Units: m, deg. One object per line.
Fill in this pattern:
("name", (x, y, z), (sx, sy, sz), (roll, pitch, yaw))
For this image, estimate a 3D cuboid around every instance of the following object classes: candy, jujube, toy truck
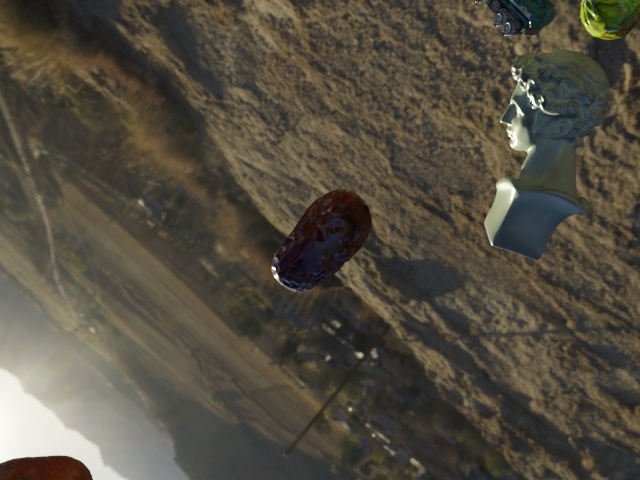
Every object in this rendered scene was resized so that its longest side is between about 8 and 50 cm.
("candy", (0.326, -0.371, 0.847), (0.262, 0.077, 0.073), (39, -169, -5))
("jujube", (0.000, 0.000, 0.691), (0.077, 0.129, 0.077), (44, 169, 11))
("toy truck", (0.181, -0.224, 0.588), (0.083, 0.039, 0.044), (62, 145, 29))

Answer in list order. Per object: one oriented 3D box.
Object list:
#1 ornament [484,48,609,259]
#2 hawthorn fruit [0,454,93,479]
("ornament", (0.308, -0.111, 0.856), (0.120, 0.130, 0.286), (-99, 12, -72))
("hawthorn fruit", (-0.345, 0.384, 0.754), (0.207, 0.207, 0.243), (52, 180, -23))
